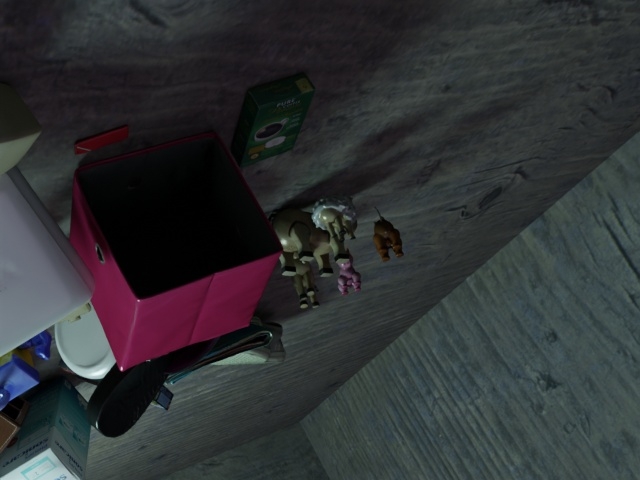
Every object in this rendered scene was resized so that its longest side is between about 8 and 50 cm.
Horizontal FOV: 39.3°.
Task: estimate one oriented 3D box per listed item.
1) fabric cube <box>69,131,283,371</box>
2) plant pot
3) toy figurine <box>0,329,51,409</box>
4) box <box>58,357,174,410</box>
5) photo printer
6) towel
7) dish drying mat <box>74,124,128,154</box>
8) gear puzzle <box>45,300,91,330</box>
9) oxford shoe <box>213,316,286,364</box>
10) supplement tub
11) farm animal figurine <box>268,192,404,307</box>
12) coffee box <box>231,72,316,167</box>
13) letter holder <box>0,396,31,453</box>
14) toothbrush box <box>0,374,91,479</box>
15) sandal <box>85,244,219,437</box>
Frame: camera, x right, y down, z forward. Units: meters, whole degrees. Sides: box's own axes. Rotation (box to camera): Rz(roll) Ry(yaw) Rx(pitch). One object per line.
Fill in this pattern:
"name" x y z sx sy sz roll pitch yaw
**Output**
"fabric cube" -0.251 0.019 1.479 0.259 0.254 0.258 -19 156 -28
"plant pot" -0.411 -0.135 1.100 0.109 0.109 0.096 -42 170 32
"toy figurine" -0.562 0.195 1.454 0.363 0.217 0.191 -31 137 6
"box" -0.463 0.320 2.045 0.159 0.233 0.044 81 28 -71
"photo printer" -0.487 0.022 1.229 0.256 0.107 0.307 -31 135 -11
"towel" -0.292 0.252 2.119 0.271 0.040 0.370 -21 -172 -24
"dish drying mat" -0.325 -0.149 1.334 0.083 0.008 0.032 -22 159 -22
"gear puzzle" -0.498 0.126 1.608 0.339 0.044 0.175 -20 146 -5
"oxford shoe" -0.198 0.267 2.392 0.169 0.130 0.449 -3 173 12
"supplement tub" -0.377 0.175 1.809 0.191 0.191 0.272 -38 160 22
"farm animal figurine" 0.000 0.000 1.996 0.330 0.172 0.327 -31 151 29
"coffee box" -0.082 -0.200 1.514 0.113 0.040 0.184 -22 161 -24
"letter holder" -0.781 0.419 1.836 0.302 0.214 0.152 -53 -168 -1
"toothbrush box" -0.648 0.477 2.039 0.216 0.126 0.295 -31 -154 5
"sandal" -0.262 0.187 1.691 0.445 0.107 0.167 -57 151 -7
